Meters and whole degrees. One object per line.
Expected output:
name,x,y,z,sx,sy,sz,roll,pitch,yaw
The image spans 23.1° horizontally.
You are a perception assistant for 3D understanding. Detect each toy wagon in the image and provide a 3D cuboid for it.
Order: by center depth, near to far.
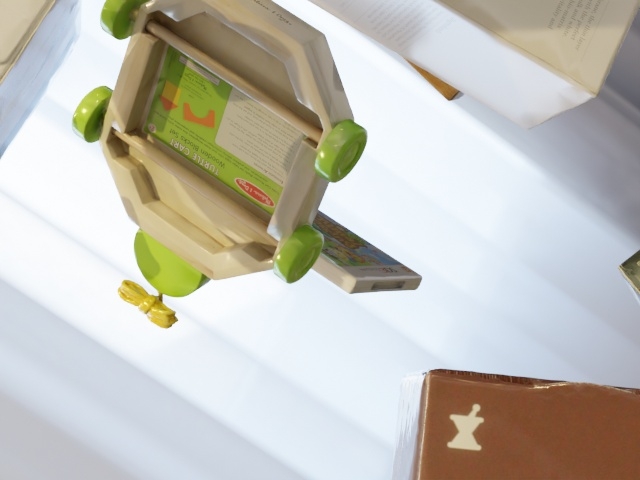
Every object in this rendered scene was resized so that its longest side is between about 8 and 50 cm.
toy wagon,-0.106,-0.070,1.439,0.068,0.267,0.344,-34,-27,-50

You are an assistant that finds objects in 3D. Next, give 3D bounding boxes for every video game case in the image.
video game case,0.000,0.000,1.896,0.193,0.212,0.023,1,-61,-63

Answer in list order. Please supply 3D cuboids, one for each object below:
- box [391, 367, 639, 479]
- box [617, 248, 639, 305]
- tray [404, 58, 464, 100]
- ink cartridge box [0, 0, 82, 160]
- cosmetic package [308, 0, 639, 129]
box,0.124,0.161,0.871,0.203,0.168,0.167,91,-175,-85
box,0.353,0.010,1.216,0.220,0.175,0.051,-38,48,2
tray,0.057,-0.355,1.571,0.203,0.411,0.076,-47,-5,17
ink cartridge box,-0.390,-0.239,1.711,0.197,0.198,0.270,-60,3,-14
cosmetic package,0.139,-0.244,1.214,0.224,0.225,0.138,-63,9,-15
